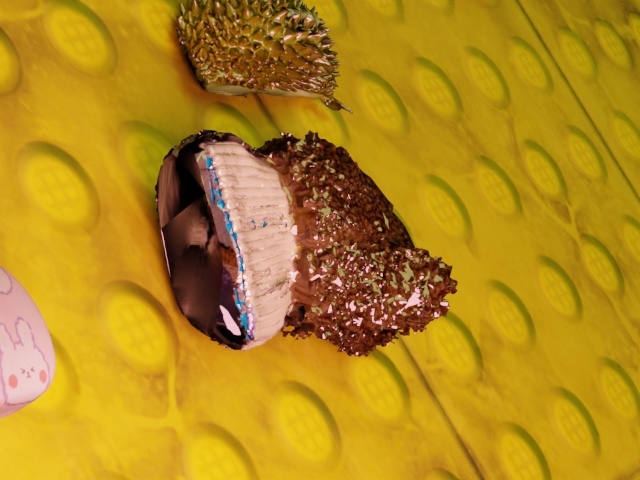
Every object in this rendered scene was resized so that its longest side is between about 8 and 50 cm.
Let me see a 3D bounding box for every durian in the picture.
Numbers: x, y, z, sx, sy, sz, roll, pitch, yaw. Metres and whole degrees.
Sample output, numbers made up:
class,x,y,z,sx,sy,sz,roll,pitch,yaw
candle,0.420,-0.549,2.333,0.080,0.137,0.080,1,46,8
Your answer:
class,x,y,z,sx,sy,sz,roll,pitch,yaw
durian,-0.042,-0.192,1.661,0.221,0.095,0.137,8,55,-58

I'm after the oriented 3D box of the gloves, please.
class,x,y,z,sx,sy,sz,roll,pitch,yaw
gloves,-0.003,0.007,1.489,0.312,0.135,0.210,-5,59,-58

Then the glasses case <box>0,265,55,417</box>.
class,x,y,z,sx,sy,sz,roll,pitch,yaw
glasses case,-0.284,0.075,1.105,0.297,0.075,0.113,-11,68,-57
